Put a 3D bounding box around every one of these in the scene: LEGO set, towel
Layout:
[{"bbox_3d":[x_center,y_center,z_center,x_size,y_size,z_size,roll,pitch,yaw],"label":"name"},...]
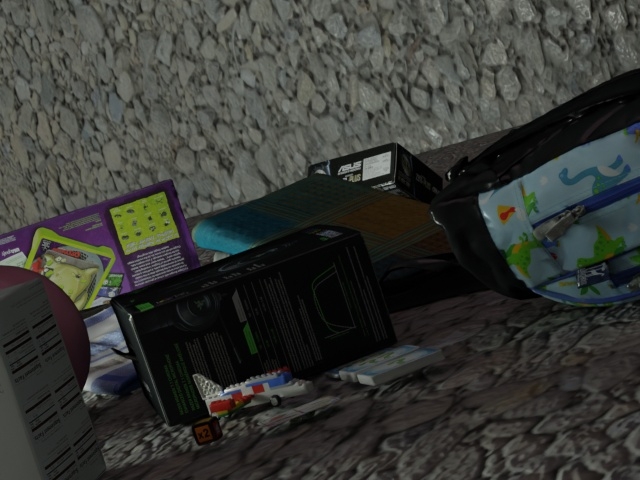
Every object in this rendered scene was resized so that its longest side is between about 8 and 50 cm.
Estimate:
[{"bbox_3d":[-0.021,0.134,1.511,0.244,0.060,0.182,-20,3,-14],"label":"LEGO set"},{"bbox_3d":[-0.267,0.140,2.022,0.209,0.034,0.285,-24,18,-38],"label":"towel"},{"bbox_3d":[0.033,-0.007,2.135,0.271,0.040,0.370,-24,29,-38],"label":"towel"}]

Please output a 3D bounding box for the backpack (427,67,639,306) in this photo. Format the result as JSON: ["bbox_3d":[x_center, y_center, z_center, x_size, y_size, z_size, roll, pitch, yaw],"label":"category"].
[{"bbox_3d":[0.335,-0.066,1.503,0.355,0.273,0.290,-40,-9,34],"label":"backpack"}]

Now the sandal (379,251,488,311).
[{"bbox_3d":[0.151,0.035,1.851,0.255,0.054,0.097,-15,7,27],"label":"sandal"}]

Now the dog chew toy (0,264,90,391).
[{"bbox_3d":[-0.426,0.167,1.761,0.332,0.206,0.207,-33,14,-35],"label":"dog chew toy"}]

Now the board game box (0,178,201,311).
[{"bbox_3d":[-0.366,0.053,2.429,0.347,0.208,0.056,-18,3,-8],"label":"board game box"}]

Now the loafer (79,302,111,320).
[{"bbox_3d":[-0.357,0.143,2.287,0.220,0.080,0.078,-14,-4,-9],"label":"loafer"}]

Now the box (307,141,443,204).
[{"bbox_3d":[0.089,-0.081,2.557,0.180,0.077,0.147,-14,-31,33],"label":"box"}]

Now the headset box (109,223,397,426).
[{"bbox_3d":[-0.091,0.091,1.718,0.283,0.131,0.246,-20,6,-10],"label":"headset box"}]

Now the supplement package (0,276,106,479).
[{"bbox_3d":[-0.337,0.167,1.446,0.194,0.203,0.149,-16,7,13],"label":"supplement package"}]

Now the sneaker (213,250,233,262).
[{"bbox_3d":[-0.056,0.040,2.273,0.164,0.086,0.226,-8,0,7],"label":"sneaker"}]
